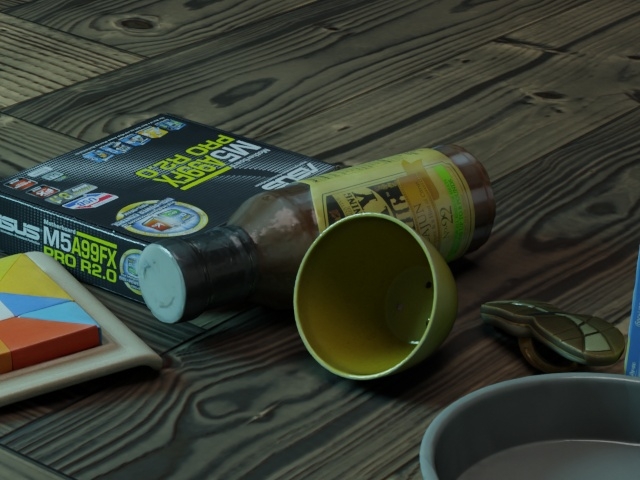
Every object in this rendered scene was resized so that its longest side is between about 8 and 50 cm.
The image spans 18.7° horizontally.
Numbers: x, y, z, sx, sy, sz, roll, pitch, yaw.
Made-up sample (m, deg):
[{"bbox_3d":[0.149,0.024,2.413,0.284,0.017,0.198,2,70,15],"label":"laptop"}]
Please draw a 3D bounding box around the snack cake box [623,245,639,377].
[{"bbox_3d":[0.328,0.024,1.487,0.152,0.264,0.089,17,28,28],"label":"snack cake box"}]

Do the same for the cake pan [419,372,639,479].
[{"bbox_3d":[0.214,0.183,1.373,0.293,0.054,0.293,3,24,-1],"label":"cake pan"}]

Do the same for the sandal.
[{"bbox_3d":[0.191,0.085,1.608,0.072,0.049,0.180,-2,9,-26],"label":"sandal"}]

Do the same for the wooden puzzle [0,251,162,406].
[{"bbox_3d":[-0.277,0.069,1.573,0.238,0.044,0.221,-11,27,-30],"label":"wooden puzzle"}]

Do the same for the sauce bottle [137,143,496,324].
[{"bbox_3d":[0.000,0.000,1.693,0.344,0.111,0.111,-18,32,-36],"label":"sauce bottle"}]

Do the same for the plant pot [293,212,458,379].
[{"bbox_3d":[0.060,0.050,1.587,0.134,0.134,0.095,21,4,34],"label":"plant pot"}]

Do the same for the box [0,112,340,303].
[{"bbox_3d":[-0.144,-0.034,1.804,0.216,0.060,0.270,18,28,30],"label":"box"}]
